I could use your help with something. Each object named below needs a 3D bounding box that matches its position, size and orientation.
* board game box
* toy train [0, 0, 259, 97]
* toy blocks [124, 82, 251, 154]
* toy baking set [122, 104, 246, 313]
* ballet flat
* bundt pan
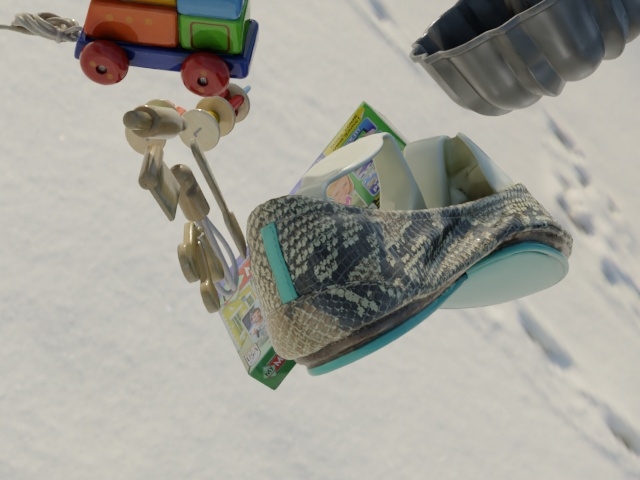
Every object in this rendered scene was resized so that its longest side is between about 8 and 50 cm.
[{"bbox_3d":[0.000,0.000,1.600,0.046,0.317,0.213,34,10,-29],"label":"board game box"},{"bbox_3d":[-0.177,-0.214,1.113,0.248,0.143,0.105,8,46,4],"label":"toy train"},{"bbox_3d":[-0.152,-0.154,1.607,0.148,0.123,0.054,-54,138,-60],"label":"toy blocks"},{"bbox_3d":[-0.124,-0.033,1.244,0.256,0.030,0.197,-43,116,-79],"label":"toy baking set"},{"bbox_3d":[0.091,-0.012,1.183,0.482,0.164,0.182,-11,77,-59],"label":"ballet flat"},{"bbox_3d":[0.280,-0.268,1.653,0.124,0.330,0.331,55,26,-14],"label":"bundt pan"}]
